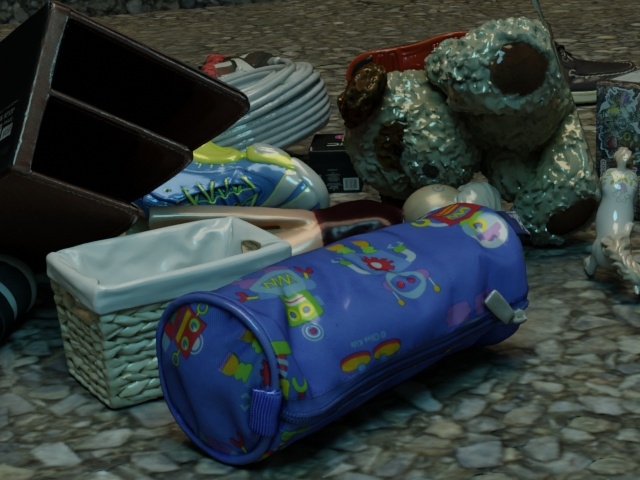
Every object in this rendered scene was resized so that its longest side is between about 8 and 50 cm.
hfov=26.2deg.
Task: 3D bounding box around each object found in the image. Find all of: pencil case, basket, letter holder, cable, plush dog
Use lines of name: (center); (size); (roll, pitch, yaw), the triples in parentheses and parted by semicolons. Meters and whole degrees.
pencil case: (0.031, 0.060, 1.002); (0.306, 0.119, 0.133); (-19, 34, -42)
basket: (-0.114, 0.054, 1.074); (0.167, 0.103, 0.113); (-13, 20, -28)
letter holder: (-0.226, -0.057, 1.231); (0.214, 0.152, 0.302); (22, -24, -31)
cable: (-0.114, -0.143, 1.666); (0.257, 0.089, 0.257); (-24, 15, -18)
plush dog: (0.130, -0.120, 1.336); (0.225, 0.262, 0.211); (-18, 42, 13)

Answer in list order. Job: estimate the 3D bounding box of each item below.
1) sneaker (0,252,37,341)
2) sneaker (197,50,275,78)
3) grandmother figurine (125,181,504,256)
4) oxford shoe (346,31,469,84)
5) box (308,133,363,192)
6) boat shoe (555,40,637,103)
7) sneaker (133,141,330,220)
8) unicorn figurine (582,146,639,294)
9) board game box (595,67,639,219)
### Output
sneaker: (-0.362, 0.050, 1.169); (0.217, 0.079, 0.121); (0, 18, 8)
sneaker: (-0.106, -0.209, 1.926); (0.135, 0.098, 0.276); (-5, 16, 0)
grandmother figurine: (0.000, 0.000, 1.239); (0.342, 0.104, 0.208); (-8, 24, -6)
oxford shoe: (0.174, -0.267, 2.077); (0.271, 0.097, 0.098); (-3, 11, 1)
box: (0.020, -0.091, 1.602); (0.062, 0.052, 0.083); (-1, 19, 6)
boat shoe: (0.316, -0.247, 1.982); (0.285, 0.092, 0.103); (-2, 17, 5)
sneaker: (-0.113, -0.046, 1.471); (0.240, 0.091, 0.126); (19, 57, 27)
unicorn figurine: (0.265, -0.006, 1.221); (0.060, 0.162, 0.111); (-8, -10, 1)
board game box: (0.464, -0.102, 1.406); (0.291, 0.141, 0.232); (12, 23, 40)
